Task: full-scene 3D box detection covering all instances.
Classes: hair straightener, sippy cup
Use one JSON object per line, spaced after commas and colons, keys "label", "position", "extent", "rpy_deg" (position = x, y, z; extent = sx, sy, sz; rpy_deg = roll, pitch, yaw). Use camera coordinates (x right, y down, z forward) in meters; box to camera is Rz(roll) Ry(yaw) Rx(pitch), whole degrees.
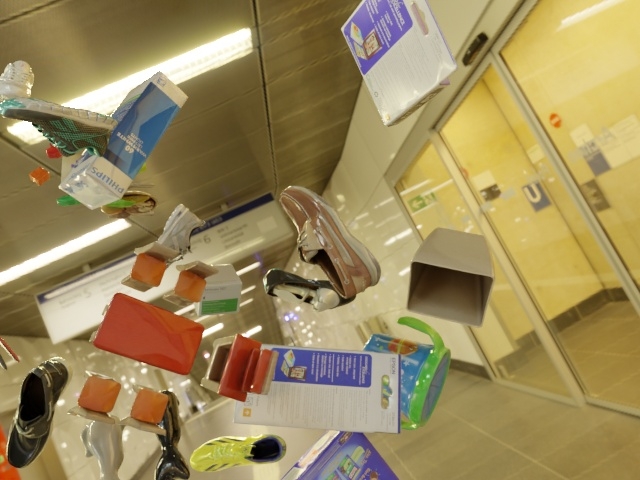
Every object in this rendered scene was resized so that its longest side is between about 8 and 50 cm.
{"label": "hair straightener", "position": [-1.102, 0.336, 1.583], "extent": [0.047, 0.231, 0.089], "rpy_deg": [-11, 22, 47]}
{"label": "sippy cup", "position": [0.233, 0.383, 1.398], "extent": [0.306, 0.224, 0.240], "rpy_deg": [-66, -29, -13]}

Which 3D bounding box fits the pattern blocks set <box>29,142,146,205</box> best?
{"label": "pattern blocks set", "position": [-0.621, -0.190, 1.299], "extent": [0.285, 0.325, 0.026], "rpy_deg": [-5, -51, -13]}

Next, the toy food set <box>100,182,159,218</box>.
{"label": "toy food set", "position": [-0.461, -0.080, 1.165], "extent": [0.132, 0.039, 0.192], "rpy_deg": [-5, -18, -19]}

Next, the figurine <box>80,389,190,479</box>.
{"label": "figurine", "position": [-0.397, 0.459, 1.033], "extent": [0.214, 0.209, 0.092], "rpy_deg": [-21, -49, -12]}

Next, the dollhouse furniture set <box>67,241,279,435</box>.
{"label": "dollhouse furniture set", "position": [-0.209, 0.163, 0.738], "extent": [0.259, 0.262, 0.135], "rpy_deg": [29, -27, -32]}

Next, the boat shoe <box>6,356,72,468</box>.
{"label": "boat shoe", "position": [-0.569, 0.345, 0.941], "extent": [0.079, 0.084, 0.233], "rpy_deg": [-62, -4, -84]}

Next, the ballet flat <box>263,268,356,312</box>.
{"label": "ballet flat", "position": [-0.033, 0.160, 1.397], "extent": [0.096, 0.280, 0.095], "rpy_deg": [-84, 7, -56]}

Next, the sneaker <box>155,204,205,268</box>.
{"label": "sneaker", "position": [-0.471, 0.029, 1.536], "extent": [0.281, 0.115, 0.105], "rpy_deg": [-62, 9, -3]}

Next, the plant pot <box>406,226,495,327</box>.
{"label": "plant pot", "position": [0.189, 0.044, 0.687], "extent": [0.109, 0.108, 0.096], "rpy_deg": [86, -157, -43]}

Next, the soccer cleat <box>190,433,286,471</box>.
{"label": "soccer cleat", "position": [-0.246, 0.633, 1.440], "extent": [0.289, 0.094, 0.121], "rpy_deg": [-4, -21, -9]}

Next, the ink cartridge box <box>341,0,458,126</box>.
{"label": "ink cartridge box", "position": [0.136, -0.329, 0.809], "extent": [0.045, 0.206, 0.208], "rpy_deg": [-23, -1, -26]}

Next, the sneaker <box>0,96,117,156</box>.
{"label": "sneaker", "position": [-0.381, -0.161, 0.707], "extent": [0.065, 0.076, 0.166], "rpy_deg": [21, 12, 33]}

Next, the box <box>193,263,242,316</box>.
{"label": "box", "position": [-0.250, 0.117, 1.143], "extent": [0.101, 0.087, 0.102], "rpy_deg": [-2, 25, -27]}

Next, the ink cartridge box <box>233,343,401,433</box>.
{"label": "ink cartridge box", "position": [-0.004, 0.337, 1.096], "extent": [0.370, 0.176, 0.069], "rpy_deg": [3, -20, 3]}

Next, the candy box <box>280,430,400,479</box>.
{"label": "candy box", "position": [0.078, 0.726, 1.367], "extent": [0.268, 0.317, 0.122], "rpy_deg": [-37, -1, -30]}

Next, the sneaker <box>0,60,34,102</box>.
{"label": "sneaker", "position": [-0.783, -0.406, 1.227], "extent": [0.090, 0.115, 0.232], "rpy_deg": [19, 7, -38]}

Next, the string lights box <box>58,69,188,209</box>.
{"label": "string lights box", "position": [-0.372, -0.191, 0.913], "extent": [0.133, 0.076, 0.260], "rpy_deg": [-8, 51, 43]}

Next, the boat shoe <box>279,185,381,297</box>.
{"label": "boat shoe", "position": [0.000, 0.000, 1.134], "extent": [0.116, 0.324, 0.123], "rpy_deg": [-35, -21, -23]}
